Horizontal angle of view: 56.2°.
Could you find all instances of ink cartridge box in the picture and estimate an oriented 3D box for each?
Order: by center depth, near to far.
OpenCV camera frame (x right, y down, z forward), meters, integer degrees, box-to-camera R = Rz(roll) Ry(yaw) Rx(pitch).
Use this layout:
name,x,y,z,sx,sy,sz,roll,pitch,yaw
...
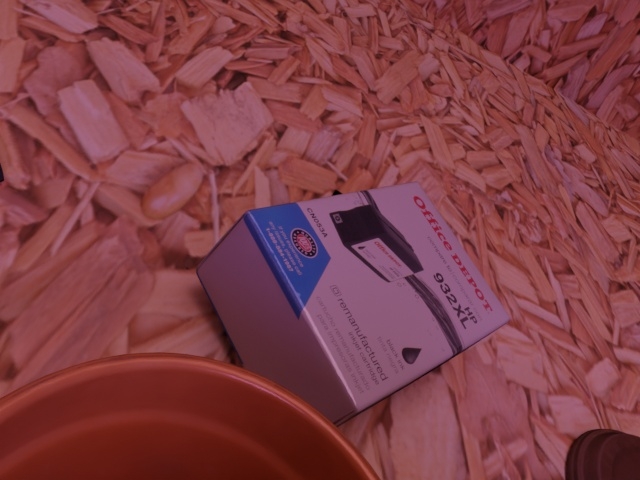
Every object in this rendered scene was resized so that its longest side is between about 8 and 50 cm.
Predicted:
name,x,y,z,sx,sy,sz,roll,pitch,yaw
ink cartridge box,0.050,0.066,0.698,0.307,0.129,0.223,-14,67,-46

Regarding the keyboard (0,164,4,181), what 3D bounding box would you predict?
name,x,y,z,sx,sy,sz,roll,pitch,yaw
keyboard,-0.479,-0.080,0.543,0.201,0.033,0.317,41,36,7

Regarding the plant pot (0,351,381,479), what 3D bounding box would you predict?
name,x,y,z,sx,sy,sz,roll,pitch,yaw
plant pot,-0.107,0.241,0.345,0.290,0.203,0.291,22,39,-19

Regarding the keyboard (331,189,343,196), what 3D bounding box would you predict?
name,x,y,z,sx,sy,sz,roll,pitch,yaw
keyboard,0.000,0.000,0.836,0.100,0.038,0.192,43,41,-11

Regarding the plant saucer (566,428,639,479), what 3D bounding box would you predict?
name,x,y,z,sx,sy,sz,roll,pitch,yaw
plant saucer,0.440,0.369,0.772,0.277,0.041,0.278,21,40,-19
